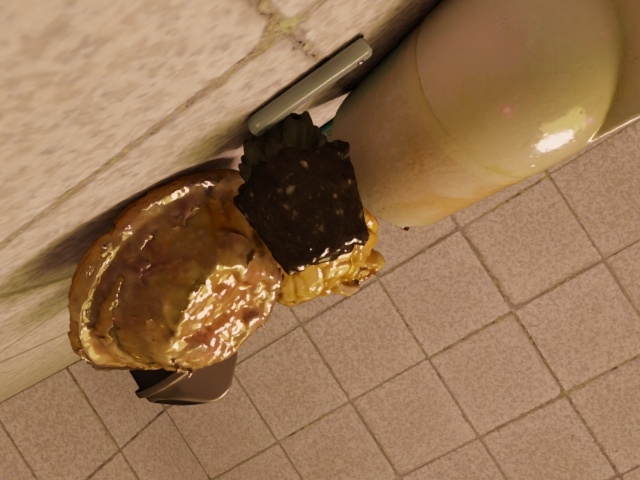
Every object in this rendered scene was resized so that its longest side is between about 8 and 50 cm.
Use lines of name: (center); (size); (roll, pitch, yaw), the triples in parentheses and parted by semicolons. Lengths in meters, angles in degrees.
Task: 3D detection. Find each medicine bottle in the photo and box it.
medicine bottle: (0.208, -0.184, 0.681); (0.235, 0.236, 0.406); (-33, -179, -34)

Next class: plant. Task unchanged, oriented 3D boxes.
plant: (-0.029, -0.063, 0.696); (0.132, 0.195, 0.129); (-17, 167, -42)

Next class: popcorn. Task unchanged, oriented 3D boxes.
popcorn: (-0.020, 0.001, 1.672); (0.389, 0.344, 0.354); (-10, 131, -15)

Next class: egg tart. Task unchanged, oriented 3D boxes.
egg tart: (-0.167, 0.069, 0.783); (0.352, 0.150, 0.352); (-39, 152, -26)

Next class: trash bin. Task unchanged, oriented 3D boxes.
trash bin: (-0.279, 0.162, 1.009); (0.182, 0.290, 0.209); (-33, -179, -32)

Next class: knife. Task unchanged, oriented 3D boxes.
knife: (-0.013, -0.167, 0.629); (0.162, 0.023, 0.044); (-33, 178, 13)

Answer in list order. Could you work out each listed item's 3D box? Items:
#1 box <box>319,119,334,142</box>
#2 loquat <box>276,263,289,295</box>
box: (-0.021, -0.085, 1.011); (0.244, 0.153, 0.092); (-32, 180, 14)
loquat: (-0.187, 0.068, 1.432); (0.243, 0.244, 0.244); (-33, 180, 0)
